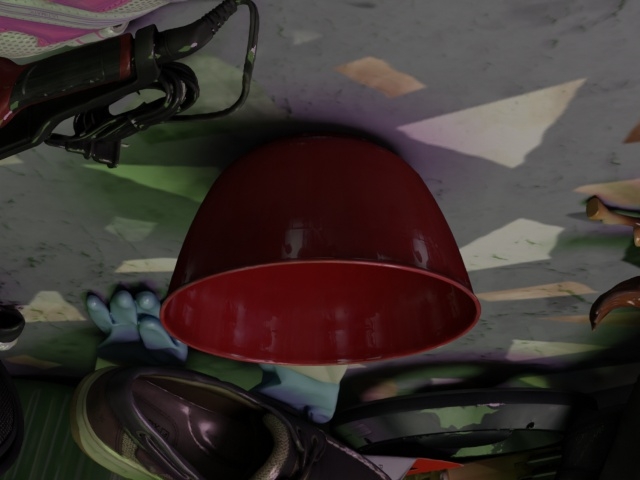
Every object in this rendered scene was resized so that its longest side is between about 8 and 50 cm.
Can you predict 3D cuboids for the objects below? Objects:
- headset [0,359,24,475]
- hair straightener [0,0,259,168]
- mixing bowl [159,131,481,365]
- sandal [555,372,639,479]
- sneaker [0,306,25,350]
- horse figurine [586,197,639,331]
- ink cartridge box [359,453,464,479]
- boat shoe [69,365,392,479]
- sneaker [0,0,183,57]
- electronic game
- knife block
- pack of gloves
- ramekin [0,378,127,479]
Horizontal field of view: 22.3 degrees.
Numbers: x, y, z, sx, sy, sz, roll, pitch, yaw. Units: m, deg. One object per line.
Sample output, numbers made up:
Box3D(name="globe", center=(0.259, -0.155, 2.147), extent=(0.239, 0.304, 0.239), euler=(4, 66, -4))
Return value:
Box3D(name="headset", center=(-0.280, 0.156, 1.141), extent=(0.394, 0.185, 0.243), euler=(27, 121, 2))
Box3D(name="hair straightener", center=(-0.121, -0.074, 0.829), extent=(0.230, 0.047, 0.089), euler=(-18, 153, 27))
Box3D(name="mixing bowl", center=(0.000, 0.000, 0.930), extent=(0.181, 0.098, 0.181), euler=(0, 159, 0))
Box3D(name="sandal", center=(0.273, 0.154, 1.287), extent=(0.167, 0.107, 0.446), euler=(-12, 143, -21))
Box3D(name="sneaker", center=(-0.250, 0.055, 1.160), extent=(0.083, 0.031, 0.035), euler=(9, 143, -35))
Box3D(name="horse figurine", center=(0.277, -0.007, 0.974), extent=(0.174, 0.066, 0.263), euler=(17, 150, -26))
Box3D(name="ink cartridge box", center=(0.016, 0.220, 1.440), extent=(0.179, 0.045, 0.145), euler=(13, 159, -39))
Box3D(name="boat shoe", center=(-0.051, 0.170, 1.242), extent=(0.285, 0.103, 0.092), euler=(28, 156, -21))
Box3D(name="sneaker", center=(-0.095, -0.128, 0.622), extent=(0.252, 0.103, 0.111), euler=(2, 163, 10))
Box3D(name="electronic game", center=(0.122, 0.153, 1.388), extent=(0.229, 0.048, 0.229), euler=(-4, 166, -1))
Box3D(name="knife block", center=(0.218, 0.243, 1.553), extent=(0.242, 0.088, 0.276), euler=(-6, 170, -15))
Box3D(name="pack of gloves", center=(-0.077, 0.080, 1.231), extent=(0.195, 0.046, 0.232), euler=(12, 156, 0))
Box3D(name="ramekin", center=(-0.243, 0.251, 1.379), extent=(0.303, 0.148, 0.303), euler=(5, 138, 5))
